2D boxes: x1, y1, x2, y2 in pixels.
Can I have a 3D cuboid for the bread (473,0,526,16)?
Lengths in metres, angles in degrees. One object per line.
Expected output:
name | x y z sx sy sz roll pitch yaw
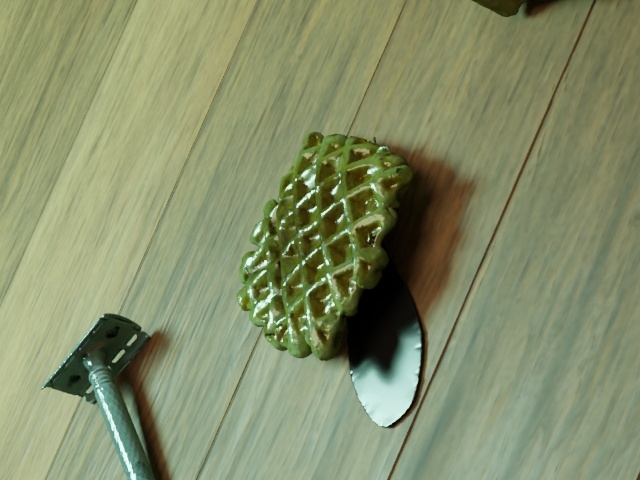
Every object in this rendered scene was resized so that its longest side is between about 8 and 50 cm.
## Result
bread | 0.118 -0.322 1.529 0.196 0.252 0.238 -44 43 28

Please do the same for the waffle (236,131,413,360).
waffle | 0.000 0.000 1.635 0.214 0.054 0.207 20 88 60

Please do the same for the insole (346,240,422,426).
insole | 0.046 0.053 1.597 0.086 0.005 0.253 -41 42 28

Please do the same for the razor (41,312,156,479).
razor | -0.191 0.187 1.778 0.106 0.068 0.232 -49 45 22
